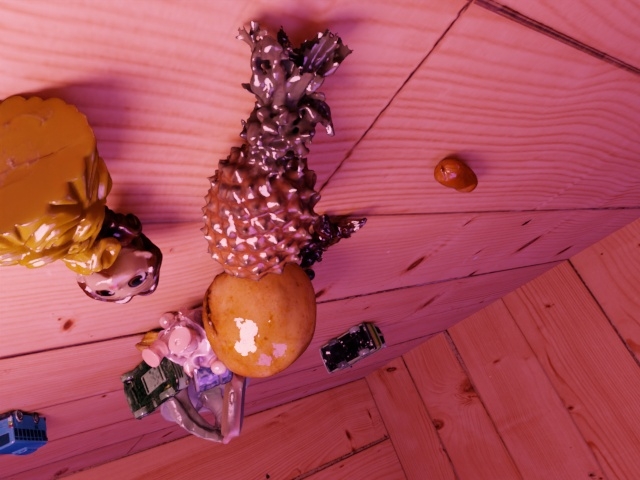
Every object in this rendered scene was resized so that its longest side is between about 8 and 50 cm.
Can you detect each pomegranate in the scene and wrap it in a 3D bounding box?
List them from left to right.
[{"bbox_3d":[-0.120,0.150,0.938,0.261,0.260,0.260,-19,156,-9],"label":"pomegranate"}]

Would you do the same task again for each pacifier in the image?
[{"bbox_3d":[-0.359,0.550,1.559,0.344,0.269,0.288,-2,125,-46],"label":"pacifier"}]

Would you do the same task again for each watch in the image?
[{"bbox_3d":[-0.359,0.486,1.401,0.241,0.253,0.162,4,172,-6],"label":"watch"}]

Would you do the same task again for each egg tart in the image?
[{"bbox_3d":[-0.388,0.247,1.110,0.129,0.049,0.129,1,171,0],"label":"egg tart"}]

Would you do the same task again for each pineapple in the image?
[{"bbox_3d":[-0.068,-0.094,0.583,0.175,0.175,0.361,-13,146,-23],"label":"pineapple"}]

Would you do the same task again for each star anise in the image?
[{"bbox_3d":[-0.002,-0.004,0.945,0.212,0.053,0.157,-31,157,22],"label":"star anise"}]

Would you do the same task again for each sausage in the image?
[{"bbox_3d":[0.282,-0.132,0.930,0.062,0.054,0.183,0,176,37],"label":"sausage"}]

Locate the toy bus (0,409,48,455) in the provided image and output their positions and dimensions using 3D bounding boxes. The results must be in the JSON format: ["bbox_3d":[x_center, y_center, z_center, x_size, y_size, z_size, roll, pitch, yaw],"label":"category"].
[{"bbox_3d":[-0.862,0.550,1.279,0.090,0.106,0.184,-22,157,-10],"label":"toy bus"}]

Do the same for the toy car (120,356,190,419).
[{"bbox_3d":[-0.462,0.402,1.295,0.125,0.136,0.306,-10,155,-49],"label":"toy car"}]

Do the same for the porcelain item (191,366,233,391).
[{"bbox_3d":[-0.316,0.348,1.292,0.114,0.147,0.147,-14,155,-23],"label":"porcelain item"}]

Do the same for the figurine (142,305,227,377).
[{"bbox_3d":[-0.281,0.216,1.015,0.133,0.200,0.276,-54,170,3],"label":"figurine"}]

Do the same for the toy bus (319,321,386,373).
[{"bbox_3d":[0.148,0.477,2.006,0.276,0.133,0.165,-37,153,30],"label":"toy bus"}]

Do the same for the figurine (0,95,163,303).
[{"bbox_3d":[-0.286,0.000,0.544,0.187,0.168,0.315,-46,160,-15],"label":"figurine"}]

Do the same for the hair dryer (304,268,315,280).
[{"bbox_3d":[-0.057,0.093,1.148,0.083,0.031,0.079,-2,161,-12],"label":"hair dryer"}]
